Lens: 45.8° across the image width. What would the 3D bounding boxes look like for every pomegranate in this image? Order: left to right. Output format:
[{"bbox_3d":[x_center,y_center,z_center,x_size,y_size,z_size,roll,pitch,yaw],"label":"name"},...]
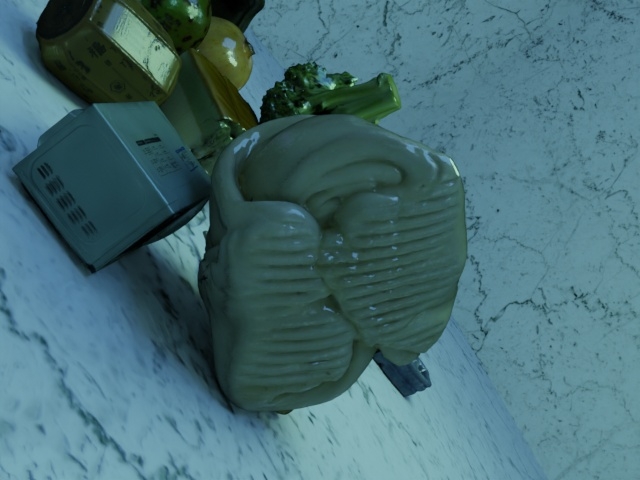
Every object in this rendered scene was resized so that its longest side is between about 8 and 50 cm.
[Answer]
[{"bbox_3d":[-0.323,-0.443,1.423,0.263,0.211,0.211,8,40,-35],"label":"pomegranate"},{"bbox_3d":[-0.236,-0.391,1.630,0.191,0.191,0.191,52,11,-15],"label":"pomegranate"}]

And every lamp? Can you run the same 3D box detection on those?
[{"bbox_3d":[-0.301,-0.273,1.087,0.185,0.161,0.161,44,15,-53],"label":"lamp"}]

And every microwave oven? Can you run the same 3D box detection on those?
[{"bbox_3d":[-0.227,-0.069,0.871,0.162,0.122,0.208,53,11,-5],"label":"microwave oven"}]

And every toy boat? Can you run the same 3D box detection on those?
[{"bbox_3d":[0.146,0.219,1.700,0.283,0.078,0.127,53,12,-8],"label":"toy boat"}]

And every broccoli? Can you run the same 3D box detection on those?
[{"bbox_3d":[0.017,-0.200,1.383,0.235,0.259,0.288,89,-10,-65],"label":"broccoli"}]

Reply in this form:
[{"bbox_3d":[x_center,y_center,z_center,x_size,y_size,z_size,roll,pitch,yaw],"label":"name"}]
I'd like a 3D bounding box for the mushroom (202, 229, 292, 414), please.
[{"bbox_3d":[-0.118,0.104,1.048,0.306,0.043,0.068,59,-3,23],"label":"mushroom"}]

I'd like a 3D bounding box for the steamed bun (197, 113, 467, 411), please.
[{"bbox_3d":[0.000,0.000,0.945,0.255,0.342,0.368,-124,-148,-47],"label":"steamed bun"}]

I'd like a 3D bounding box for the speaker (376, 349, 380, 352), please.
[{"bbox_3d":[0.000,0.083,1.460,0.259,0.198,0.330,16,-29,31],"label":"speaker"}]

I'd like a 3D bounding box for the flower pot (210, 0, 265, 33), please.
[{"bbox_3d":[-0.278,-0.637,1.868,0.213,0.301,0.302,64,13,14],"label":"flower pot"}]

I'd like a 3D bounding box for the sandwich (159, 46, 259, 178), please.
[{"bbox_3d":[-0.182,-0.160,1.258,0.198,0.155,0.227,63,13,27],"label":"sandwich"}]
